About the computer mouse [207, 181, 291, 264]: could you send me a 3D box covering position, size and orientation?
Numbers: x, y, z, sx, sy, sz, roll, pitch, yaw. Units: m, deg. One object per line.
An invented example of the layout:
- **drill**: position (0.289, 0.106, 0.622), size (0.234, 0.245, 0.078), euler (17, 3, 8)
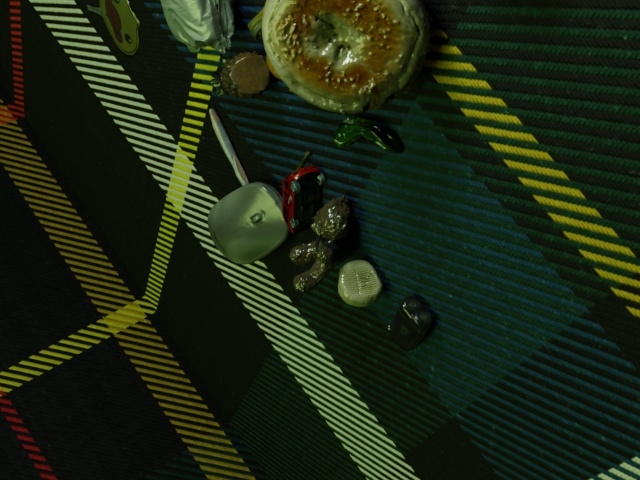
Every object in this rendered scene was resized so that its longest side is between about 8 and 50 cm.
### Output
- **computer mouse**: position (-0.200, -0.041, 2.464), size (0.197, 0.095, 0.331), euler (55, 141, -3)

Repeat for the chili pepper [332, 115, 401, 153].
- **chili pepper**: position (0.095, -0.223, 1.906), size (0.182, 0.050, 0.073), euler (18, 124, 49)

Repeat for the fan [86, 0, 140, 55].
- **fan**: position (-0.623, -0.672, 2.720), size (0.335, 0.011, 0.230), euler (27, 137, 46)

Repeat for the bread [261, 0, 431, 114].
- **bread**: position (0.046, -0.377, 1.638), size (0.159, 0.305, 0.306), euler (-80, -22, -63)

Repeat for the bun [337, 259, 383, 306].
- **bun**: position (0.091, 0.104, 2.153), size (0.115, 0.115, 0.069), euler (54, 159, 13)

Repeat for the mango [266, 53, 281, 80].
- **mango**: position (-0.014, -0.413, 1.841), size (0.177, 0.120, 0.295), euler (51, 153, 2)

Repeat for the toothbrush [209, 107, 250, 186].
- **toothbrush**: position (-0.220, -0.187, 2.481), size (0.037, 0.028, 0.375), euler (-13, 105, 55)

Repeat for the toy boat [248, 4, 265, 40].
- **toy boat**: position (-0.107, -0.482, 1.990), size (0.066, 0.065, 0.172), euler (43, 156, -13)

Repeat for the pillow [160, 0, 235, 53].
- **pillow**: position (-0.305, -0.589, 2.144), size (0.283, 0.138, 0.310), euler (26, 135, 60)

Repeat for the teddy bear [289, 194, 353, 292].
- **teddy bear**: position (0.018, 0.003, 2.161), size (0.251, 0.129, 0.182), euler (119, 148, -41)

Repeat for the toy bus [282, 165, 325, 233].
- **toy bus**: position (-0.047, -0.111, 2.215), size (0.089, 0.081, 0.195), euler (53, 153, 35)

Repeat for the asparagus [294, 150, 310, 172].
- **asparagus**: position (-0.051, -0.179, 2.224), size (0.166, 0.013, 0.016), euler (128, 152, -59)

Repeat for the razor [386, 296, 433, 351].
- **razor**: position (0.208, 0.194, 2.092), size (0.090, 0.054, 0.148), euler (51, 151, 19)

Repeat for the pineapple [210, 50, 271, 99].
- **pineapple**: position (-0.204, -0.396, 2.199), size (0.251, 0.125, 0.125), euler (12, 126, 68)
